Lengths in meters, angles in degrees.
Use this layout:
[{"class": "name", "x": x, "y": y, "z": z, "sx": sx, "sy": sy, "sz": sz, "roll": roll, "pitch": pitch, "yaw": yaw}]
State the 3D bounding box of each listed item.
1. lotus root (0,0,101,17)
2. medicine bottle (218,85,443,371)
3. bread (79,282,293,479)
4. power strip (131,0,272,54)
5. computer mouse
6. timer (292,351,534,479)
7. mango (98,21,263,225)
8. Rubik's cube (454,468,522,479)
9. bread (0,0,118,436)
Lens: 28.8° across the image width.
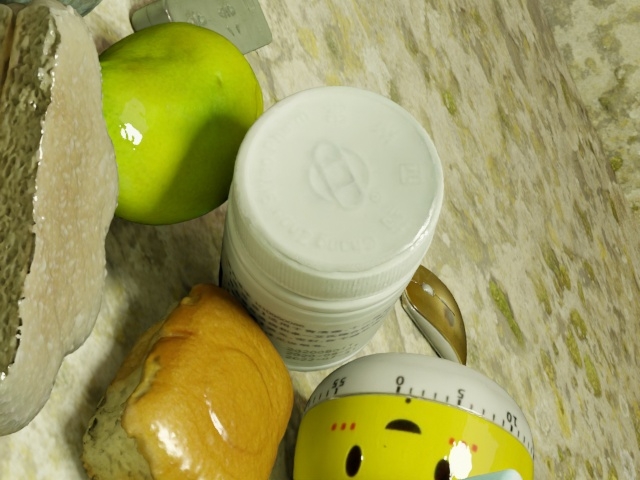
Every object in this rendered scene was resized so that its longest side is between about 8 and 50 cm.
[{"class": "lotus root", "x": -0.283, "y": -0.246, "z": 1.001, "sx": 0.349, "sy": 0.175, "sz": 0.175, "roll": -17, "pitch": 89, "yaw": -56}, {"class": "medicine bottle", "x": 0.000, "y": 0.000, "z": 1.212, "sx": 0.332, "sy": 0.189, "sz": 0.190, "roll": 110, "pitch": -27, "yaw": -69}, {"class": "bread", "x": -0.115, "y": 0.158, "z": 1.136, "sx": 0.174, "sy": 0.121, "sz": 0.245, "roll": 63, "pitch": 28, "yaw": -21}, {"class": "power strip", "x": -0.124, "y": -0.254, "z": 1.467, "sx": 0.093, "sy": 0.053, "sz": 0.288, "roll": 67, "pitch": 26, "yaw": -10}, {"class": "computer mouse", "x": 0.178, "y": 0.115, "z": 1.852, "sx": 0.199, "sy": 0.044, "sz": 0.102, "roll": 54, "pitch": 28, "yaw": -36}, {"class": "timer", "x": 0.089, "y": 0.284, "z": 1.325, "sx": 0.285, "sy": 0.285, "sz": 0.285, "roll": 43, "pitch": 37, "yaw": -46}, {"class": "mango", "x": -0.153, "y": -0.104, "z": 1.198, "sx": 0.273, "sy": 0.149, "sz": 0.185, "roll": -50, "pitch": 128, "yaw": -55}, {"class": "Rubik's cube", "x": 0.042, "y": 0.419, "z": 1.058, "sx": 0.322, "sy": 0.315, "sz": 0.319, "roll": -30, "pitch": 102, "yaw": -63}, {"class": "bread", "x": -0.230, "y": -0.014, "z": 0.979, "sx": 0.183, "sy": 0.102, "sz": 0.337, "roll": 56, "pitch": 40, "yaw": -72}]
